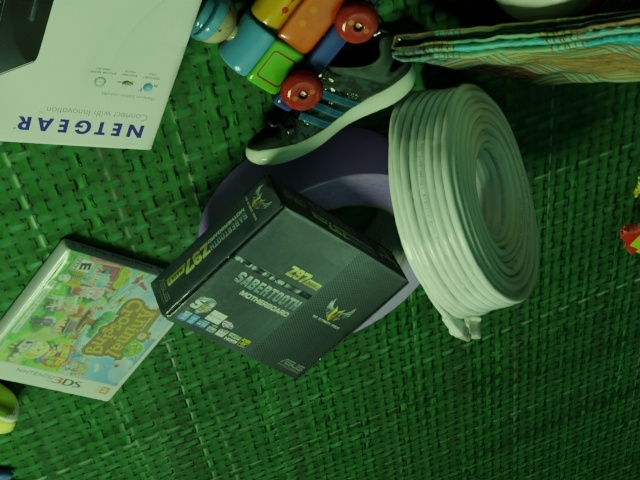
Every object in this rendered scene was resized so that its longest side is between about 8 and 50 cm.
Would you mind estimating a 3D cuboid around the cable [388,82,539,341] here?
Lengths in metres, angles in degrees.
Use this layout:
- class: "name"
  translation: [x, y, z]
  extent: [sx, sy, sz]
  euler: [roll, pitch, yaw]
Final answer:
- class: "cable"
  translation: [0.159, -0.045, 1.311]
  extent: [0.089, 0.257, 0.257]
  euler: [-11, 144, 28]

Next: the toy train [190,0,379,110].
- class: "toy train"
  translation: [-0.010, -0.253, 1.131]
  extent: [0.143, 0.105, 0.248]
  euler: [27, 117, -29]

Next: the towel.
- class: "towel"
  translation: [0.288, -0.180, 1.176]
  extent: [0.271, 0.370, 0.040]
  euler: [3, 92, -41]

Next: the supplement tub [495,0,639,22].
- class: "supplement tub"
  translation: [0.313, -0.294, 1.181]
  extent: [0.272, 0.191, 0.191]
  euler: [2, 131, -30]

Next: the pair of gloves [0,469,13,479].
- class: "pair of gloves"
  translation: [-0.489, 0.358, 1.558]
  extent: [0.159, 0.023, 0.198]
  euler: [23, 118, -40]

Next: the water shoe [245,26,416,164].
- class: "water shoe"
  translation: [0.000, -0.156, 1.265]
  extent: [0.203, 0.073, 0.080]
  euler: [-30, 119, -4]

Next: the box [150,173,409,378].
- class: "box"
  translation: [-0.040, 0.047, 1.309]
  extent: [0.183, 0.059, 0.232]
  euler: [-42, 138, 15]

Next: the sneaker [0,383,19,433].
- class: "sneaker"
  translation: [-0.471, 0.219, 1.370]
  extent: [0.240, 0.091, 0.126]
  euler: [12, 127, -37]

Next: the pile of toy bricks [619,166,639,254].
- class: "pile of toy bricks"
  translation: [0.465, -0.072, 1.581]
  extent: [0.105, 0.118, 0.212]
  euler: [20, 143, -8]

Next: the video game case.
- class: "video game case"
  translation: [-0.273, 0.100, 1.403]
  extent: [0.193, 0.023, 0.212]
  euler: [20, 121, -41]

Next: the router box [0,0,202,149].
- class: "router box"
  translation: [-0.268, -0.226, 1.021]
  extent: [0.335, 0.082, 0.301]
  euler: [1, 132, -29]

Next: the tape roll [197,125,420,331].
- class: "tape roll"
  translation: [0.000, 0.000, 1.397]
  extent: [0.274, 0.090, 0.275]
  euler: [-15, 137, -14]
